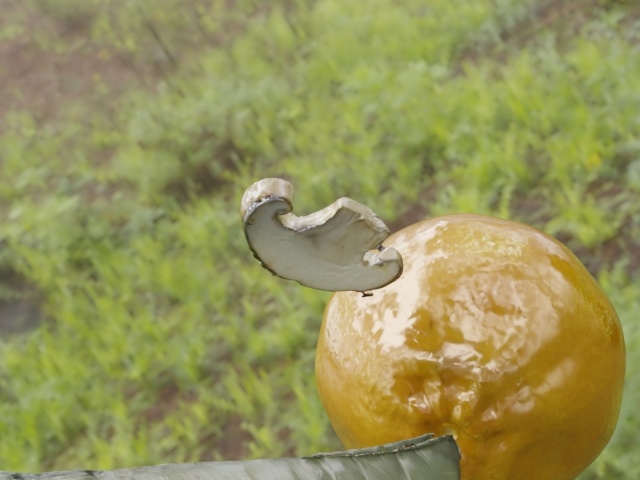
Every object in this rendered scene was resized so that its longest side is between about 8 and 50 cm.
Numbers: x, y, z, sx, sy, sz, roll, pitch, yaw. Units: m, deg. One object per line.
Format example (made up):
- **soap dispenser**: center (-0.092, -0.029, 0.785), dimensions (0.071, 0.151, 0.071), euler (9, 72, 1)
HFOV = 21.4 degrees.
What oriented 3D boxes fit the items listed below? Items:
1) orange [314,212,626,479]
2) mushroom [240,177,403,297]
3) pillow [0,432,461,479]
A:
- **orange**: center (0.074, 0.067, 0.841), dimensions (0.159, 0.159, 0.136), euler (-27, 12, 18)
- **mushroom**: center (0.000, 0.000, 0.736), dimensions (0.049, 0.101, 0.019), euler (-34, 51, 22)
- **pillow**: center (-0.048, 0.171, 0.661), dimensions (0.075, 0.185, 0.302), euler (13, 6, 41)
